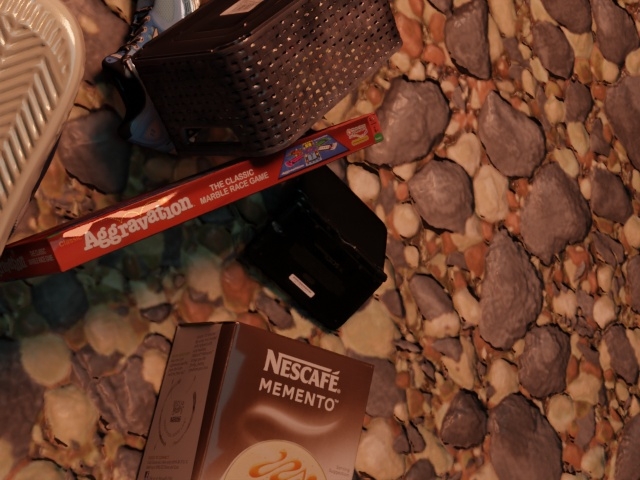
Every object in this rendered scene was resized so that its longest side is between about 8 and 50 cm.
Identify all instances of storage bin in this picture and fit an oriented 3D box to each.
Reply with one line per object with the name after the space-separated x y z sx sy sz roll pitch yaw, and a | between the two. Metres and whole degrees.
-0.037 -0.146 0.709 0.180 0.122 0.084 -44 124 -35 | storage bin

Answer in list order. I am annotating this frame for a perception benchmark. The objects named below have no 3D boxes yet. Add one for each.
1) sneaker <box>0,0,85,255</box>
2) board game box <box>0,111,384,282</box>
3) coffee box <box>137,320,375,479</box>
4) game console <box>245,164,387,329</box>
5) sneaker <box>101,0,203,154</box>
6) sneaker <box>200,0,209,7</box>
-0.264 -0.005 0.609 0.131 0.148 0.350 35 88 -16 | sneaker
-0.099 -0.034 0.705 0.281 0.145 0.027 -25 98 -35 | board game box
-0.062 0.198 0.727 0.141 0.098 0.246 22 72 -31 | coffee box
0.000 0.000 0.847 0.107 0.071 0.122 -46 117 2 | game console
-0.137 -0.152 0.746 0.073 0.063 0.162 0 83 -32 | sneaker
-0.024 -0.223 0.831 0.086 0.064 0.192 53 55 -12 | sneaker
